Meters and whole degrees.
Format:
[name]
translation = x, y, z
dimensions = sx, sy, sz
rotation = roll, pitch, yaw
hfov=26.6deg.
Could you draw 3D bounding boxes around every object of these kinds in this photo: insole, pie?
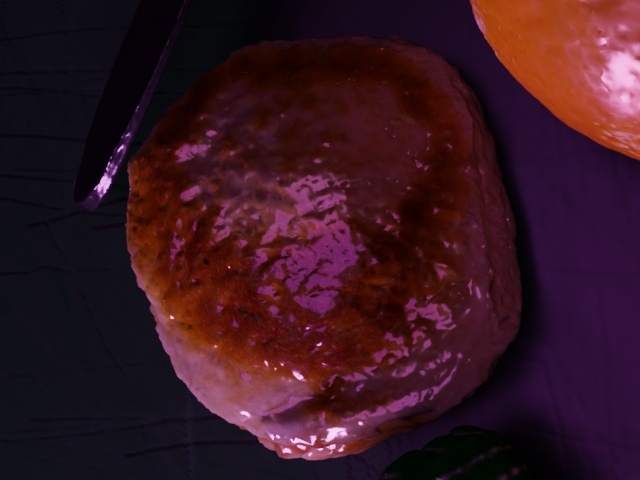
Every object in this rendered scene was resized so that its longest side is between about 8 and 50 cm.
[insole]
translation = -0.061, -0.159, 0.683
dimensions = 0.012, 0.110, 0.309
rotation = 22, 91, -20
[pie]
translation = 0.000, 0.000, 0.647
dimensions = 0.178, 0.084, 0.205
rotation = -11, 81, 20

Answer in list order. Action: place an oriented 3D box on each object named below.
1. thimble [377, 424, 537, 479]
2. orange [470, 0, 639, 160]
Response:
[thimble]
translation = 0.049, 0.151, 0.607
dimensions = 0.130, 0.118, 0.090
rotation = -34, 72, -3
[orange]
translation = 0.164, -0.135, 0.542
dimensions = 0.219, 0.193, 0.219
rotation = -10, 73, 33
